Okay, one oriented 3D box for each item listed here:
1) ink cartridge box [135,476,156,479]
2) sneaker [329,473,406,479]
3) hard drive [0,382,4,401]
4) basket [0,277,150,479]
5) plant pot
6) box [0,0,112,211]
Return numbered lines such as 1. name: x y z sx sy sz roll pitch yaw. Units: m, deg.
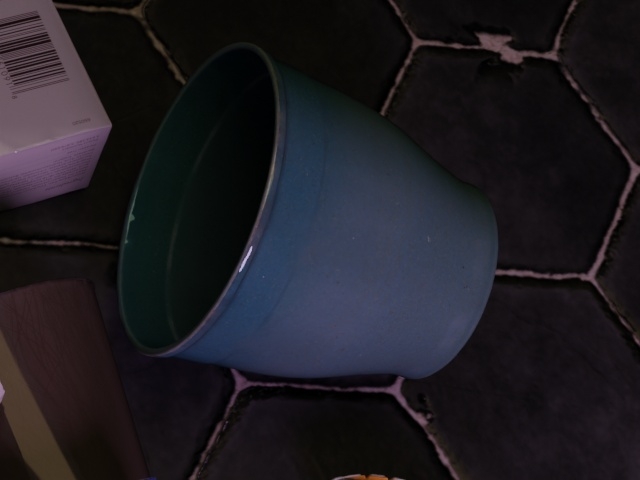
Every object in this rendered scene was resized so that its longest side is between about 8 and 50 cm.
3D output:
1. ink cartridge box: -0.210 0.242 1.389 0.207 0.046 0.097 -10 64 -17
2. sneaker: 0.087 0.274 1.612 0.215 0.084 0.083 35 62 0
3. hard drive: -0.443 0.141 1.417 0.353 0.047 0.233 15 53 23
4. basket: -0.225 0.168 1.519 0.204 0.154 0.227 -16 72 -36
5. plant pot: 0.000 0.000 1.638 0.255 0.271 0.272 19 57 -27
6. box: -0.305 -0.122 1.663 0.182 0.119 0.181 -18 70 -26
